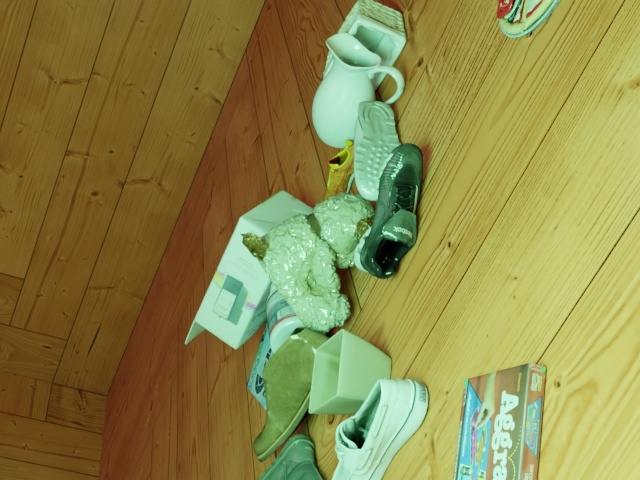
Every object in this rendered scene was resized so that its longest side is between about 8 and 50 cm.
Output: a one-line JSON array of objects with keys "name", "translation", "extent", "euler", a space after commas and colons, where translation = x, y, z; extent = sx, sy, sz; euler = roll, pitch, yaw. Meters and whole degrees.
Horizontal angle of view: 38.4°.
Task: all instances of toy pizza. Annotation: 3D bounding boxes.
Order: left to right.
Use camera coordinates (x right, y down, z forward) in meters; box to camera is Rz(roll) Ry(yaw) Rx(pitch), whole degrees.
[{"name": "toy pizza", "translation": [0.309, -0.394, 1.334], "extent": [0.201, 0.032, 0.201], "euler": [-163, 90, -72]}]

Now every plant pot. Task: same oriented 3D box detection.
[{"name": "plant pot", "translation": [0.051, 0.215, 1.436], "extent": [0.109, 0.096, 0.109], "euler": [135, 147, -55]}]

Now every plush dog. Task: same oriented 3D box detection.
[{"name": "plush dog", "translation": [0.000, 0.000, 1.657], "extent": [0.225, 0.211, 0.262], "euler": [-36, 33, 0]}]

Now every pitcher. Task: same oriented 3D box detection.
[{"name": "pitcher", "translation": [0.072, -0.275, 1.798], "extent": [0.125, 0.177, 0.207], "euler": [-37, -30, -41]}]

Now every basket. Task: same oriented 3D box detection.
[{"name": "basket", "translation": [0.088, -0.393, 1.861], "extent": [0.103, 0.113, 0.167], "euler": [-87, 24, -44]}]

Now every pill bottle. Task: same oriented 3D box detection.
[{"name": "pill bottle", "translation": [-0.051, 0.145, 1.788], "extent": [0.180, 0.108, 0.108], "euler": [-102, 34, -58]}]

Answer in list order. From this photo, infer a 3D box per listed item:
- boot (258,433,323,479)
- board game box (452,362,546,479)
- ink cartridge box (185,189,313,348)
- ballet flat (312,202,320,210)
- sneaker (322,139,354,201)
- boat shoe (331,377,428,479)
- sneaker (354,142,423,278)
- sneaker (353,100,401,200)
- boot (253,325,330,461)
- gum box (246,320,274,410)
[{"name": "boot", "translation": [-0.043, 0.453, 1.561], "extent": [0.190, 0.076, 0.208], "euler": [-66, 25, 19]}, {"name": "board game box", "translation": [0.196, 0.289, 1.054], "extent": [0.145, 0.027, 0.281], "euler": [146, 138, -61]}, {"name": "ink cartridge box", "translation": [-0.144, 0.088, 1.972], "extent": [0.353, 0.119, 0.207], "euler": [-63, -11, 29]}, {"name": "ballet flat", "translation": [0.014, -0.021, 1.870], "extent": [0.049, 0.057, 0.173], "euler": [-24, 36, 11]}, {"name": "sneaker", "translation": [0.037, -0.135, 1.850], "extent": [0.064, 0.067, 0.175], "euler": [-98, 29, -49]}, {"name": "boat shoe", "translation": [0.063, 0.291, 1.350], "extent": [0.095, 0.084, 0.258], "euler": [-101, 33, -55]}, {"name": "sneaker", "translation": [0.125, -0.039, 1.492], "extent": [0.106, 0.078, 0.234], "euler": [-128, 54, -65]}, {"name": "sneaker", "translation": [0.098, -0.150, 1.683], "extent": [0.095, 0.090, 0.235], "euler": [108, 171, -47]}, {"name": "boot", "translation": [-0.062, 0.272, 1.644], "extent": [0.305, 0.115, 0.112], "euler": [-59, -3, 31]}, {"name": "gum box", "translation": [-0.096, 0.259, 1.923], "extent": [0.184, 0.041, 0.157], "euler": [-161, 88, -71]}]
